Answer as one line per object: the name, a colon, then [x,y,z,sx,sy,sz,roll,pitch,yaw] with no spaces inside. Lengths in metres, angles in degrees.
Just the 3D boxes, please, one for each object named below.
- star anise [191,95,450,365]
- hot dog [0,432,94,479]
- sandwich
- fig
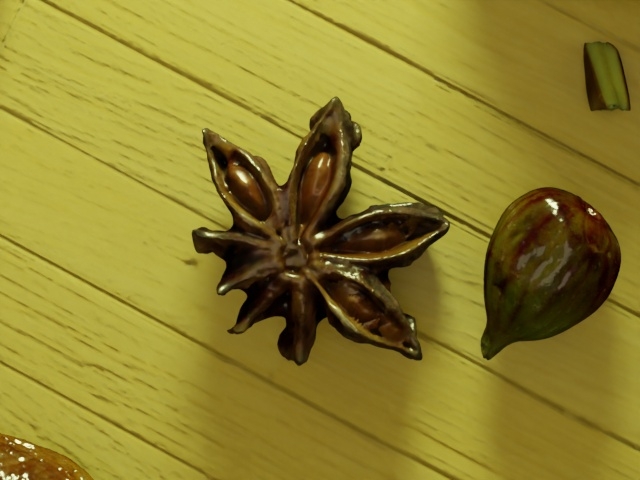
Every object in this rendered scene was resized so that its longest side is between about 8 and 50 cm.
star anise: [-0.002,-0.007,1.380,0.214,0.099,0.220,-2,89,-8]
hot dog: [-0.283,0.249,1.415,0.227,0.099,0.160,26,95,4]
sandwich: [0.238,-0.125,1.375,0.031,0.044,0.083,-4,50,1]
fig: [0.176,0.033,1.362,0.154,0.103,0.109,-49,52,17]
